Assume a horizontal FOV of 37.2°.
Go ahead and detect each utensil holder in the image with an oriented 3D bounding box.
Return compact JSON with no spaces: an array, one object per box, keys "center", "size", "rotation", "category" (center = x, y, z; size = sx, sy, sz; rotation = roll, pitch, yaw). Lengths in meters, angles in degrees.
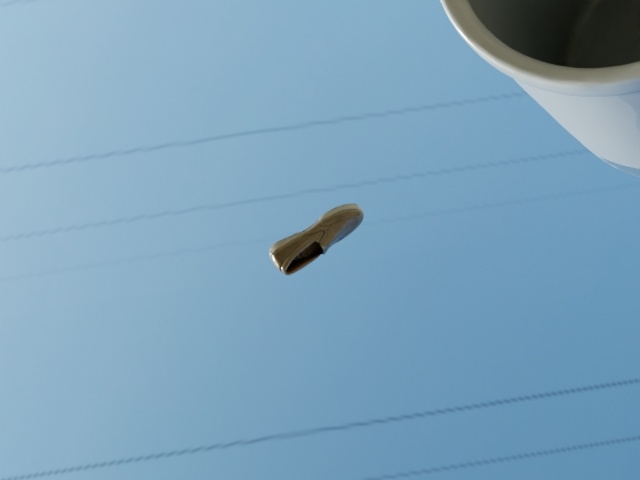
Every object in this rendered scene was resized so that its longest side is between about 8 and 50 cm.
[{"center":[0.335,-0.251,0.953],"size":[0.328,0.385,0.327],"rotation":[-6,-103,29],"category":"utensil holder"}]

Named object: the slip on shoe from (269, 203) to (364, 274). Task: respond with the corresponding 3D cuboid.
[{"center":[0.000,0.000,1.232],"size":[0.135,0.051,0.041],"rotation":[-26,-134,-8],"category":"slip on shoe"}]
